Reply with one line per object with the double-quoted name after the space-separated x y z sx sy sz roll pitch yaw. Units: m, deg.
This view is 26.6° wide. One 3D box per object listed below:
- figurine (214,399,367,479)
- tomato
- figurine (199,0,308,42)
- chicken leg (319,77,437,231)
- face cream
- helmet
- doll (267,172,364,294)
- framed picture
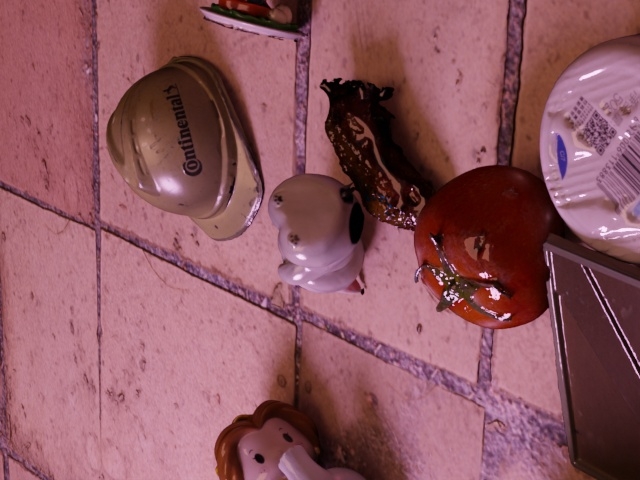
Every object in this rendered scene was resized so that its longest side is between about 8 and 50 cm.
-0.034 0.305 1.683 0.263 0.142 0.189 39 148 37 "figurine"
0.172 0.003 1.341 0.167 0.167 0.167 17 113 47 "tomato"
-0.062 -0.318 1.576 0.132 0.132 0.153 26 107 44 "figurine"
0.068 -0.092 1.511 0.105 0.063 0.233 -42 70 52 "chicken leg"
0.296 -0.082 1.201 0.206 0.111 0.205 19 114 48 "face cream"
-0.201 -0.113 1.766 0.204 0.137 0.257 -44 66 46 "helmet"
-0.003 -0.002 1.547 0.180 0.107 0.110 88 162 -64 "doll"
0.300 0.145 1.251 0.211 0.020 0.289 25 140 44 "framed picture"
